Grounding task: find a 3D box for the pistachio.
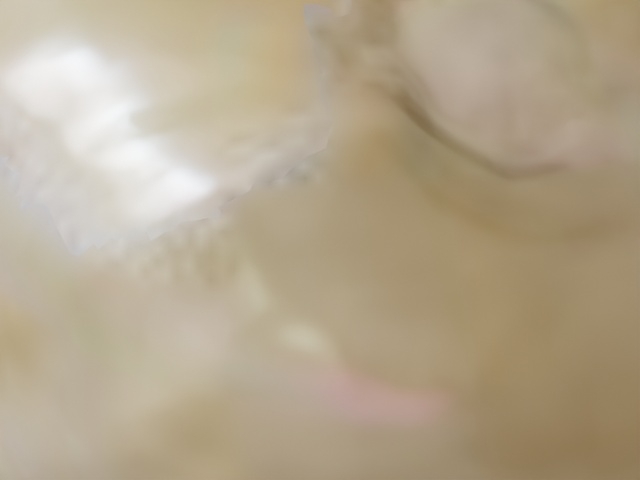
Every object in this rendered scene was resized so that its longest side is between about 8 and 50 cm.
[{"bbox_3d":[0.000,0.000,0.482,0.230,0.309,0.230,0,89,-29],"label":"pistachio"}]
